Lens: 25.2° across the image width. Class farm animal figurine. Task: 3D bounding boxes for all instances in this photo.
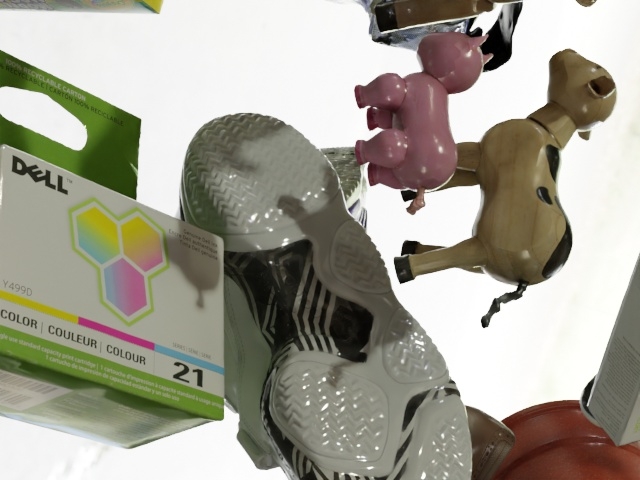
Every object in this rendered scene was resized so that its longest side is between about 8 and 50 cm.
[{"bbox_3d":[0.119,-0.161,0.931,0.327,0.172,0.330,-75,156,-57],"label":"farm animal figurine"}]

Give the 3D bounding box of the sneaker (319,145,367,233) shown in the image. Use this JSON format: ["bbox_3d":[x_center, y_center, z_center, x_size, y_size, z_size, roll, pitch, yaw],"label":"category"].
[{"bbox_3d":[0.001,0.000,1.419,0.293,0.102,0.146,-54,141,-71],"label":"sneaker"}]

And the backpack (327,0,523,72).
[{"bbox_3d":[0.111,-0.329,1.382,0.263,0.213,0.277,123,-24,-75],"label":"backpack"}]

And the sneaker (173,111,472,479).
[{"bbox_3d":[-0.025,0.104,1.043,0.137,0.366,0.210,-8,150,-31],"label":"sneaker"}]

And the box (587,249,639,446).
[{"bbox_3d":[0.386,0.038,1.158,0.322,0.058,0.232,-10,134,-22],"label":"box"}]

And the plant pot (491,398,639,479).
[{"bbox_3d":[0.290,0.348,1.531,0.265,0.272,0.272,-111,-149,-69],"label":"plant pot"}]

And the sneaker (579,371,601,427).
[{"bbox_3d":[0.367,0.158,1.531,0.237,0.085,0.086,-15,148,-32],"label":"sneaker"}]

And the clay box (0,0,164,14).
[{"bbox_3d":[-0.171,-0.228,1.019,0.053,0.222,0.127,36,66,-55],"label":"clay box"}]

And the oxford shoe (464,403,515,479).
[{"bbox_3d":[0.090,0.333,1.521,0.130,0.132,0.364,-106,-143,-62],"label":"oxford shoe"}]

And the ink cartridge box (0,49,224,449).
[{"bbox_3d":[-0.158,-0.015,0.918,0.189,0.097,0.255,24,55,-43],"label":"ink cartridge box"}]
